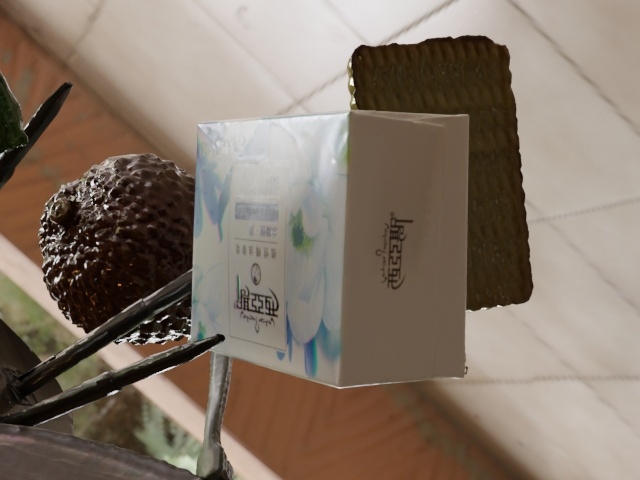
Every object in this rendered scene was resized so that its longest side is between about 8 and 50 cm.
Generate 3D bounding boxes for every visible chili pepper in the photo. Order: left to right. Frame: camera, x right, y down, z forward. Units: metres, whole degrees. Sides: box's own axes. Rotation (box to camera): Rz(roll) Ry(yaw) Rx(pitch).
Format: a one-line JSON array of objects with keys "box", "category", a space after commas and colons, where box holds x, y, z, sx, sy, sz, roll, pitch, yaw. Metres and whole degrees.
[{"box": [-0.254, -0.123, 1.002, 0.055, 0.035, 0.118, 17, 129, 33], "category": "chili pepper"}]

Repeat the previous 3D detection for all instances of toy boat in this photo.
[{"box": [-0.167, 0.168, 0.772, 0.223, 0.097, 0.100, 10, -162, 11], "category": "toy boat"}]

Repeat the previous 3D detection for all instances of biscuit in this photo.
[{"box": [0.109, -0.057, 1.205, 0.029, 0.172, 0.255, 2, 98, 64], "category": "biscuit"}]

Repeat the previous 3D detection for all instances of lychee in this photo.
[{"box": [-0.216, 0.016, 1.582, 0.236, 0.236, 0.271, 20, 164, 46], "category": "lychee"}]

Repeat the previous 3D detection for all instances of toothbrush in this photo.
[{"box": [-0.095, 0.133, 1.252, 0.031, 0.030, 0.297, 58, -166, -29], "category": "toothbrush"}]

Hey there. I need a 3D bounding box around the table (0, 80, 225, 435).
[{"box": [-0.213, 0.054, 1.146, 0.317, 0.249, 0.317, 52, -170, -13], "category": "table"}]

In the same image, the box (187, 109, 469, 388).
[{"box": [-0.002, 0.000, 1.076, 0.116, 0.203, 0.274, 0, -177, -29], "category": "box"}]
